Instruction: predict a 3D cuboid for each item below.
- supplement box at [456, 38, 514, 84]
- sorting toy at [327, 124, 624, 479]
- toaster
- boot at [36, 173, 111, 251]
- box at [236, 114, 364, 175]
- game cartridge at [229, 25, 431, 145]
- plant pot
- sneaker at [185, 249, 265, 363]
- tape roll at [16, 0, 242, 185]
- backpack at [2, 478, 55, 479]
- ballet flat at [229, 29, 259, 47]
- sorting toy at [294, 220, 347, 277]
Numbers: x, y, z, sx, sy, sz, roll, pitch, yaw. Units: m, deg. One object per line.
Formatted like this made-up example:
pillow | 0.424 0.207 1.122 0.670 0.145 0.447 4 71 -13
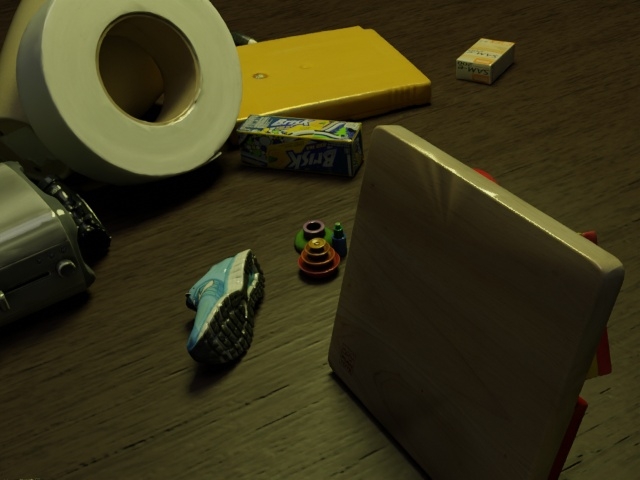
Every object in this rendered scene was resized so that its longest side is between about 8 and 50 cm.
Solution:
supplement box | 0.273 -0.297 1.326 0.062 0.036 0.098 17 42 29
sorting toy | 0.128 0.065 0.671 0.089 0.255 0.257 -8 32 -31
toaster | -0.375 0.002 0.922 0.146 0.129 0.227 -30 45 -27
boot | -0.297 -0.027 1.005 0.045 0.121 0.099 -43 74 -6
box | -0.027 -0.134 1.121 0.169 0.059 0.054 8 39 18
game cartridge | -0.022 -0.264 1.317 0.324 0.052 0.285 -12 36 -13
plant pot | -0.366 -0.228 1.170 0.257 0.256 0.274 6 52 16
sneaker | -0.111 0.076 0.857 0.073 0.063 0.162 -13 28 20
tape roll | -0.247 -0.216 1.068 0.286 0.286 0.100 -36 18 -35
backpack | -0.207 0.239 0.556 0.173 0.158 0.116 -2 42 -14
ballet flat | -0.175 -0.361 1.482 0.173 0.057 0.049 17 84 29
sorting toy | 0.000 0.000 0.945 0.061 0.042 0.102 -8 35 -3
